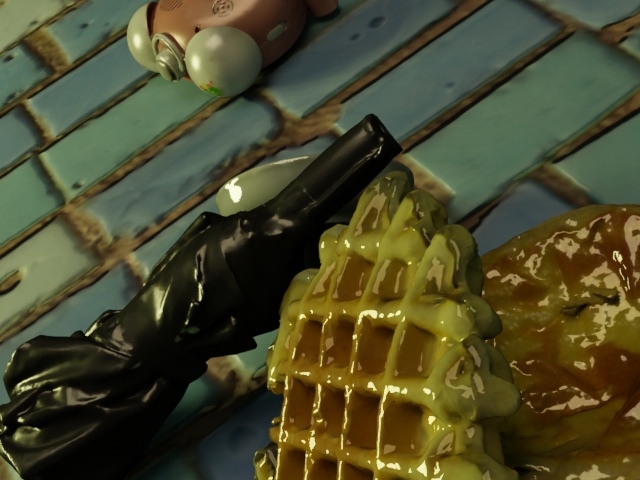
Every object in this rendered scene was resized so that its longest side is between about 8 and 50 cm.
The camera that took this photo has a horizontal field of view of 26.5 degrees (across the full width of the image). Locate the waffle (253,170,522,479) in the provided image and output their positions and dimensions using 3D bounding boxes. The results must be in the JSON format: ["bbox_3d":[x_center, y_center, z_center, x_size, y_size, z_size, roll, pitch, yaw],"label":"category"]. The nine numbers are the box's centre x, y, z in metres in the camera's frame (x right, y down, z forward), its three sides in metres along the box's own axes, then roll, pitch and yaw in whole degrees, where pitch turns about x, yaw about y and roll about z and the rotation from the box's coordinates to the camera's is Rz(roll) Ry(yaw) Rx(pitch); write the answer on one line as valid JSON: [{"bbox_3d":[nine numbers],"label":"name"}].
[{"bbox_3d":[0.024,0.101,0.738,0.261,0.056,0.250,-107,36,-48],"label":"waffle"}]

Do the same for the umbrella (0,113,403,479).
[{"bbox_3d":[-0.081,0.041,0.881,0.340,0.118,0.118,-43,35,17],"label":"umbrella"}]

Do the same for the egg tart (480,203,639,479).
[{"bbox_3d":[0.161,0.077,0.758,0.241,0.106,0.241,-16,39,13],"label":"egg tart"}]

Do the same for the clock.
[{"bbox_3d":[-0.091,-0.210,1.240,0.162,0.092,0.166,-47,42,-16],"label":"clock"}]

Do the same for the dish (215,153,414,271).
[{"bbox_3d":[0.000,0.000,0.947,0.141,0.141,0.078,-13,72,20],"label":"dish"}]
